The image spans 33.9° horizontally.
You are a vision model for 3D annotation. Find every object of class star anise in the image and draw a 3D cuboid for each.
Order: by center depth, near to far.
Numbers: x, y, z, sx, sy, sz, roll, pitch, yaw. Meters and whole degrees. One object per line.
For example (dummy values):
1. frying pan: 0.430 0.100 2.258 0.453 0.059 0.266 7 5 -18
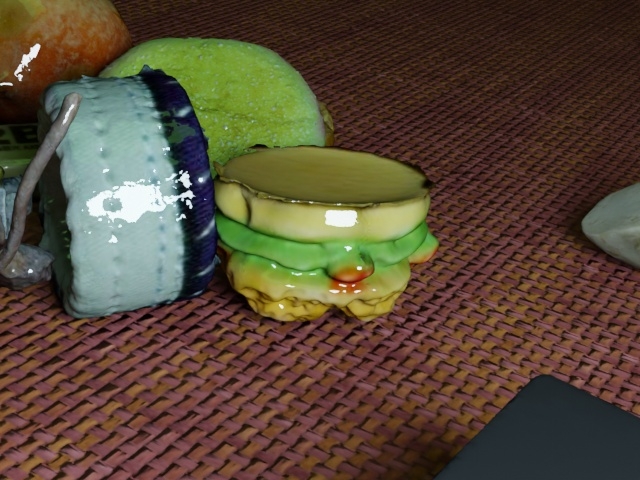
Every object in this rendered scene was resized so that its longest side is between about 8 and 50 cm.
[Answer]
1. star anise: -0.235 -0.001 0.854 0.148 0.219 0.227 -12 9 -43

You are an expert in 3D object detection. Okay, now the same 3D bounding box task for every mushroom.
1. mushroom: 0.477 0.002 1.199 0.350 0.128 0.128 15 29 4

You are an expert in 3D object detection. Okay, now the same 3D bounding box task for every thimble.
1. thimble: -0.190 -0.050 1.005 0.150 0.237 0.237 -8 32 -22

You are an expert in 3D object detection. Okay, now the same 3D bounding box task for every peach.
1. peach: -0.360 -0.231 1.321 0.232 0.232 0.257 8 37 1

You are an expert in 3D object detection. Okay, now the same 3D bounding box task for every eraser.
1. eraser: -0.345 -0.095 1.234 0.172 0.058 0.117 -6 32 -25

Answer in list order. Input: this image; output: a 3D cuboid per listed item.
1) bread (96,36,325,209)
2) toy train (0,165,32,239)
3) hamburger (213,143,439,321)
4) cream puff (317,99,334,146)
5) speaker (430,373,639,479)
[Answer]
1. bread: -0.142 -0.119 1.199 0.301 0.045 0.301 1 62 -1
2. toy train: -0.413 -0.015 0.999 0.261 0.134 0.177 -18 29 -40
3. hamburger: 0.000 0.000 1.045 0.237 0.149 0.237 5 18 -2
4. cream puff: -0.045 -0.118 1.305 0.126 0.103 0.144 -5 28 3
5. speaker: 0.158 0.235 0.617 0.232 0.184 0.254 25 31 29
